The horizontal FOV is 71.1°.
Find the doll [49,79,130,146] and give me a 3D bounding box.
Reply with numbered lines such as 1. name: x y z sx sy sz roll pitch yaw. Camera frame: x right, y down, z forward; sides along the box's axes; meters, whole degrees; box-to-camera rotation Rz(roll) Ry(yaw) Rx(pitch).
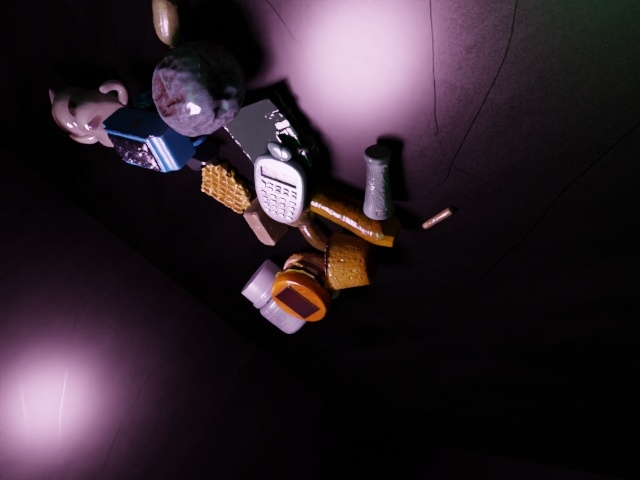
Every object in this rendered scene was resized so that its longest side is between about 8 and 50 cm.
1. doll: -0.886 -0.485 1.736 0.370 0.226 0.215 7 175 32

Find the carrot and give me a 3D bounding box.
1. carrot: 0.113 -0.079 1.443 0.302 0.114 0.114 28 149 16

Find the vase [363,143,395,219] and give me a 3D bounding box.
1. vase: 0.166 -0.168 1.287 0.096 0.096 0.219 19 144 24

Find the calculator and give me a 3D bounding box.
1. calculator: -0.125 -0.178 1.413 0.184 0.042 0.295 22 135 17

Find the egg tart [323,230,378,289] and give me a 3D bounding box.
1. egg tart: 0.107 0.071 1.595 0.171 0.215 0.215 -1 137 23

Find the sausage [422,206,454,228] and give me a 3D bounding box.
1. sausage: 0.344 -0.063 1.325 0.024 0.024 0.132 38 149 -7

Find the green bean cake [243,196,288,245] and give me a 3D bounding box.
1. green bean cake: -0.214 -0.077 1.766 0.085 0.109 0.179 7 141 38

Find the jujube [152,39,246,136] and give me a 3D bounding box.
1. jujube: -0.347 -0.428 1.280 0.308 0.215 0.246 9 119 49

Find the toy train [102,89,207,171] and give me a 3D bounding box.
1. toy train: -0.552 -0.371 1.520 0.300 0.265 0.188 16 145 26

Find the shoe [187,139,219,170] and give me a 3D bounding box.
1. shoe: -0.457 -0.316 1.668 0.241 0.108 0.093 23 148 33

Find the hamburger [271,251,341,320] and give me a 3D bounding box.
1. hamburger: -0.055 0.183 1.869 0.291 0.225 0.291 19 142 15

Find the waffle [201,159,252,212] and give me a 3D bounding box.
1. waffle: -0.365 -0.219 1.761 0.229 0.057 0.219 31 150 4

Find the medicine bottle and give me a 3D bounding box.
1. medicine bottle: -0.186 0.256 2.082 0.306 0.245 0.245 40 150 -9

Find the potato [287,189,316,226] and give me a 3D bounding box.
1. potato: -0.105 -0.133 1.561 0.200 0.137 0.154 22 120 19

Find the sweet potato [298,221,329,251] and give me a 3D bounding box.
1. sweet potato: 0.000 0.000 1.702 0.243 0.077 0.077 45 148 -16

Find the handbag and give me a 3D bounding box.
1. handbag: -0.155 -0.327 1.382 0.260 0.079 0.247 -1 136 44

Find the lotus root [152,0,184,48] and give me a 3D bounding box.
1. lotus root: -0.418 -0.603 1.230 0.077 0.090 0.183 6 152 -7
